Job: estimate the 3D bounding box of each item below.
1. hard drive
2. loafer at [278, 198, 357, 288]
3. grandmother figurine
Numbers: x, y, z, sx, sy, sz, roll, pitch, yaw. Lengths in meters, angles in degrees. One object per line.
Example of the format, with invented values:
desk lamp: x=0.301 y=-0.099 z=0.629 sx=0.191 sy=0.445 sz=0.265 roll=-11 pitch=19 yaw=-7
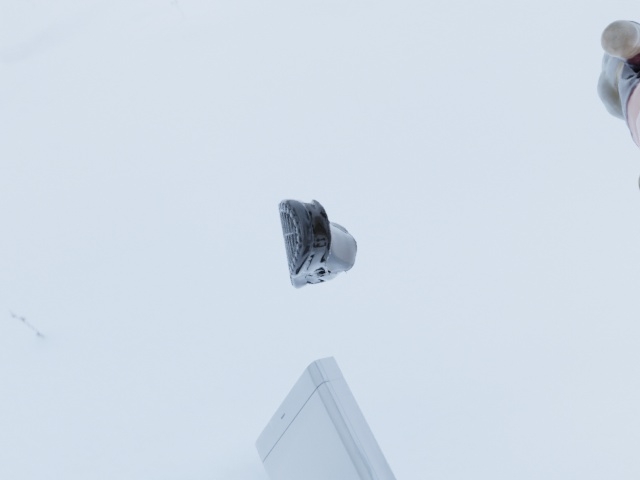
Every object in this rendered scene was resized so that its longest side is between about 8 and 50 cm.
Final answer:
hard drive: x=0.032 y=0.360 z=0.936 sx=0.047 sy=0.233 sz=0.353 roll=-5 pitch=52 yaw=-35
loafer: x=0.000 y=0.000 z=0.793 sx=0.078 sy=0.220 sz=0.080 roll=-10 pitch=81 yaw=-3
grandmother figurine: x=0.293 y=-0.097 z=0.604 sx=0.104 sy=0.208 sz=0.342 roll=-15 pitch=26 yaw=22
